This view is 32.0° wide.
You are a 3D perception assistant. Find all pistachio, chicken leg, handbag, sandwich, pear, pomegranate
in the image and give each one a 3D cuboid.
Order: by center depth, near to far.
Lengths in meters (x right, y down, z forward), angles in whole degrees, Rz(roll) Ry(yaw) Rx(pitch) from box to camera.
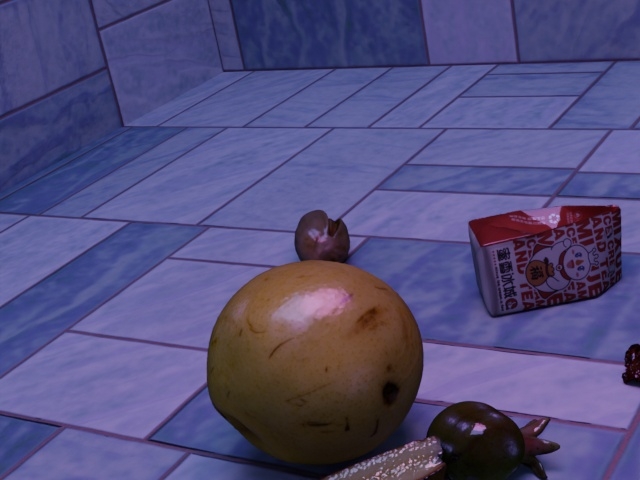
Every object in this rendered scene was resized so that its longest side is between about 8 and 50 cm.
[{"bbox_3d":[0.072,0.380,1.623,0.258,0.096,0.094,-22,26,2],"label":"sandwich"},{"bbox_3d":[0.259,0.313,1.690,0.191,0.131,0.152,3,9,-28],"label":"pomegranate"},{"bbox_3d":[-0.011,0.198,1.797,0.348,0.348,0.348,-9,23,4],"label":"pear"},{"bbox_3d":[0.558,0.225,1.839,0.093,0.053,0.205,-37,18,-1],"label":"chicken leg"},{"bbox_3d":[0.452,0.026,2.197,0.298,0.171,0.151,-11,22,3],"label":"handbag"},{"bbox_3d":[0.000,0.000,2.546,0.129,0.131,0.206,33,14,-11],"label":"pistachio"}]
